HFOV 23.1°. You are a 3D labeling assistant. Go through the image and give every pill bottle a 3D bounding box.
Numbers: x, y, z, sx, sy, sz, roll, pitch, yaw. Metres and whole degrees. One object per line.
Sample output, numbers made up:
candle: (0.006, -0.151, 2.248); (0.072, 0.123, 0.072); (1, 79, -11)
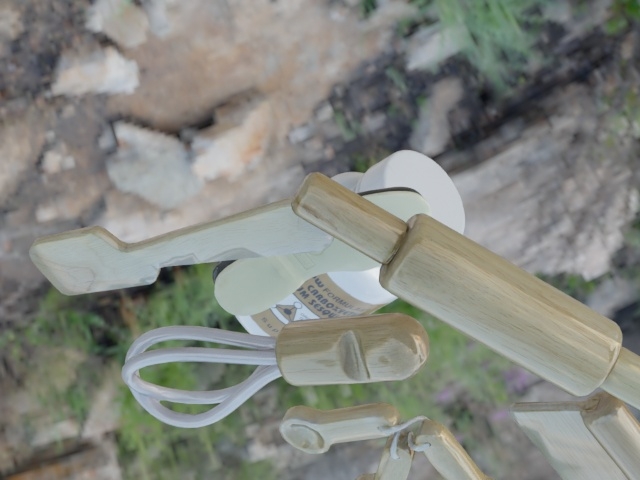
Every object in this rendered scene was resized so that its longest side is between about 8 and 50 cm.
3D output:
pill bottle: (0.023, 0.009, 1.498); (0.131, 0.131, 0.229); (12, 148, -39)

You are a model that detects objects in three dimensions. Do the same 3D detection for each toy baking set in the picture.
toy baking set: (0.013, 0.052, 0.599); (0.256, 0.030, 0.197); (32, 141, -11)

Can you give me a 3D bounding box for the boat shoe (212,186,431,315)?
boat shoe: (-0.001, -0.001, 0.897); (0.133, 0.042, 0.049); (-24, 120, 11)
